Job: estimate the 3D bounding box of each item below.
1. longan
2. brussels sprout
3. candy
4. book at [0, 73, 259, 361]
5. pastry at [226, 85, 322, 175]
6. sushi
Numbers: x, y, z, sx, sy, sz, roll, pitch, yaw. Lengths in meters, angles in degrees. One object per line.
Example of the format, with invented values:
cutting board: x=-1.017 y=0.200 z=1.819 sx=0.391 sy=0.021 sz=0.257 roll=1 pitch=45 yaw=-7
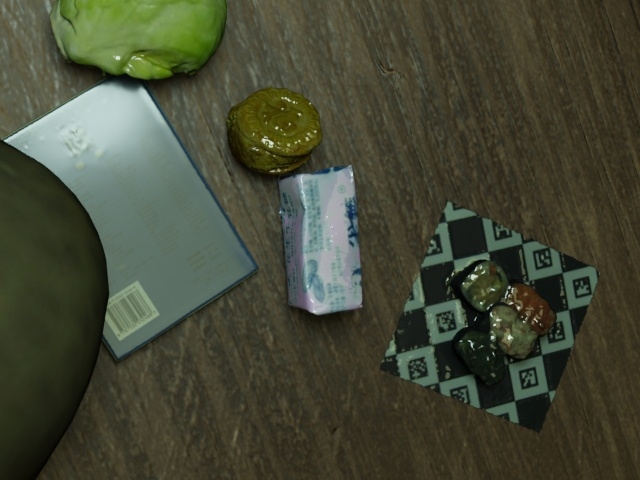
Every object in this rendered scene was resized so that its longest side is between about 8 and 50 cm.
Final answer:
longan: x=-0.372 y=0.088 z=0.924 sx=0.404 sy=0.336 sz=0.405 roll=-26 pitch=126 yaw=-41
brussels sprout: x=-0.188 y=-0.249 z=1.063 sx=0.183 sy=0.131 sz=0.146 roll=-1 pitch=115 yaw=-15
candy: x=0.000 y=0.000 z=1.141 sx=0.073 sy=0.092 sz=0.160 roll=-5 pitch=92 yaw=-20
book: x=-0.214 y=-0.030 z=1.116 sx=0.190 sy=0.025 sz=0.269 roll=-33 pitch=100 yaw=-13
pastry: x=-0.052 y=-0.120 z=1.123 sx=0.109 sy=0.057 sz=0.097 roll=23 pitch=53 yaw=4
sushi: x=0.218 y=0.096 z=1.228 sx=0.231 sy=0.047 sz=0.220 roll=23 pitch=86 yaw=-15
